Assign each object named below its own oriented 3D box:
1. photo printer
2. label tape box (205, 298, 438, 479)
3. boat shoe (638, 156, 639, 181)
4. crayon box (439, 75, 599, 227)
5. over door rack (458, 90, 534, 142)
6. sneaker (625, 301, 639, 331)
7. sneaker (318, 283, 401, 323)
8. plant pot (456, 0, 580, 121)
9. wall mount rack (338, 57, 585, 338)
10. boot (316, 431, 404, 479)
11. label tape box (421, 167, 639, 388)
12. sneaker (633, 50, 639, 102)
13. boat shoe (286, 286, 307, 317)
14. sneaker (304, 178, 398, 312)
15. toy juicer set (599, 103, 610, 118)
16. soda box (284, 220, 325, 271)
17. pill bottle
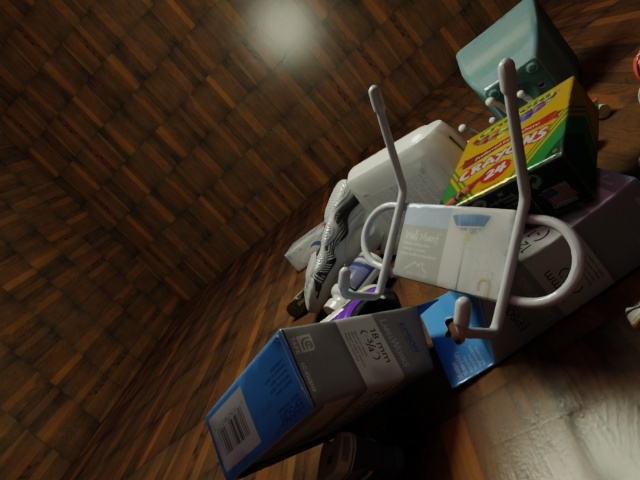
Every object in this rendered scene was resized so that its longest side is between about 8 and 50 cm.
[{"bbox_3d":[0.230,-0.110,1.007,0.107,0.256,0.307,-47,13,-30],"label":"photo printer"},{"bbox_3d":[0.036,0.211,0.680,0.333,0.106,0.241,-2,-39,-42],"label":"label tape box"},{"bbox_3d":[0.496,-0.115,0.643,0.233,0.084,0.079,-47,3,-26],"label":"boat shoe"},{"bbox_3d":[0.317,-0.135,0.724,0.202,0.081,0.318,-32,16,44],"label":"crayon box"},{"bbox_3d":[0.362,-0.227,1.139,0.324,0.108,0.239,-41,-5,-28],"label":"over door rack"},{"bbox_3d":[0.376,0.065,0.503,0.083,0.032,0.037,-38,14,20],"label":"sneaker"},{"bbox_3d":[0.045,0.199,0.889,0.293,0.102,0.146,-46,8,-9],"label":"sneaker"},{"bbox_3d":[0.540,-0.444,1.240,0.248,0.247,0.252,-33,27,38],"label":"plant pot"},{"bbox_3d":[0.150,-0.048,0.599,0.350,0.130,0.304,11,90,51],"label":"wall mount rack"},{"bbox_3d":[0.049,0.314,0.634,0.190,0.086,0.069,109,173,-59],"label":"boot"},{"bbox_3d":[0.286,0.031,0.709,0.347,0.115,0.249,-38,13,12],"label":"label tape box"},{"bbox_3d":[0.625,-0.304,0.829,0.270,0.090,0.145,-42,11,-11],"label":"sneaker"},{"bbox_3d":[-0.022,0.157,1.351,0.190,0.068,0.072,-33,0,31],"label":"boat shoe"},{"bbox_3d":[0.092,0.039,1.215,0.137,0.210,0.366,-125,52,-78],"label":"sneaker"},{"bbox_3d":[0.487,-0.224,0.978,0.329,0.089,0.209,-47,13,-18],"label":"toy juicer set"},{"bbox_3d":[0.000,0.000,1.716,0.286,0.091,0.098,-35,14,30],"label":"soda box"},{"bbox_3d":[0.084,0.115,1.081,0.169,0.094,0.094,-48,14,-24],"label":"pill bottle"}]
